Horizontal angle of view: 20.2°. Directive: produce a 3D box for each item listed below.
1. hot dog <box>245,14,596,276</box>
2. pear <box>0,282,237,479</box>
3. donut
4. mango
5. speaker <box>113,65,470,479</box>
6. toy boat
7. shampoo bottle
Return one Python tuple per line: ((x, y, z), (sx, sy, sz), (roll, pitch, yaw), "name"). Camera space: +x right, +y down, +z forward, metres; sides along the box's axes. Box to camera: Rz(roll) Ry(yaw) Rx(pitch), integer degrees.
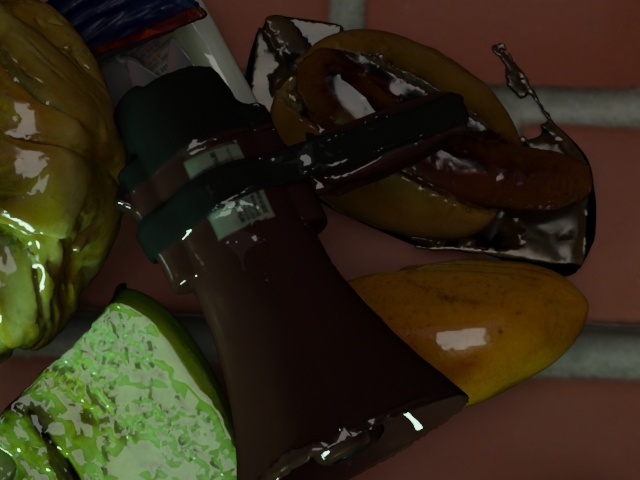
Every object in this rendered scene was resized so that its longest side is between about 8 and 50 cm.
((0.089, -0.093, 1.512), (0.326, 0.107, 0.194), (12, 85, 1), "hot dog")
((-0.156, 0.221, 1.457), (0.286, 0.176, 0.282), (-45, 88, 1), "pear")
((-0.323, -0.065, 1.442), (0.360, 0.170, 0.360), (2, 95, 24), "donut")
((0.097, 0.079, 1.481), (0.252, 0.154, 0.126), (-11, 92, 13), "mango")
((-0.004, 0.007, 1.336), (0.259, 0.198, 0.329), (-25, 77, 18), "speaker")
((-0.128, -0.094, 1.478), (0.318, 0.072, 0.219), (44, 128, 14), "toy boat")
((-0.128, -0.164, 1.530), (0.051, 0.108, 0.221), (-23, 83, -46), "shampoo bottle")
